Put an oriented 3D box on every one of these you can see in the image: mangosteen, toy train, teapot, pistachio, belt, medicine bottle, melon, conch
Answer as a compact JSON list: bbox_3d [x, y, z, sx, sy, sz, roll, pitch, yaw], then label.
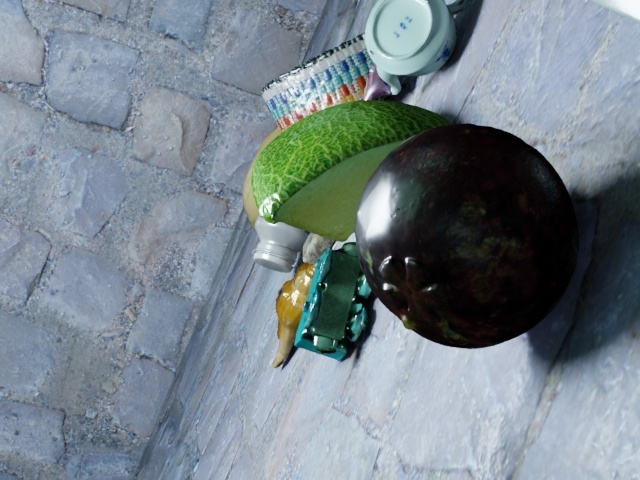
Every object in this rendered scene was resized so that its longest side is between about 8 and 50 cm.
[{"bbox_3d":[0.164,-0.022,0.969,0.289,0.231,0.231,-43,-11,-49],"label":"mangosteen"},{"bbox_3d":[0.024,0.104,1.541,0.154,0.107,0.197,121,166,-66],"label":"toy train"},{"bbox_3d":[0.175,-0.358,1.616,0.232,0.159,0.159,-50,18,18],"label":"teapot"},{"bbox_3d":[-0.101,-0.152,2.332,0.181,0.162,0.293,12,76,60],"label":"pistachio"},{"bbox_3d":[0.034,-0.299,1.873,0.295,0.160,0.207,-22,8,28],"label":"belt"},{"bbox_3d":[-0.076,-0.042,2.098,0.135,0.135,0.215,151,138,-71],"label":"medicine bottle"},{"bbox_3d":[0.036,-0.124,1.520,0.331,0.226,0.343,-31,32,-5],"label":"melon"},{"bbox_3d":[-0.054,0.141,1.810,0.109,0.093,0.330,-91,24,-43],"label":"conch"}]

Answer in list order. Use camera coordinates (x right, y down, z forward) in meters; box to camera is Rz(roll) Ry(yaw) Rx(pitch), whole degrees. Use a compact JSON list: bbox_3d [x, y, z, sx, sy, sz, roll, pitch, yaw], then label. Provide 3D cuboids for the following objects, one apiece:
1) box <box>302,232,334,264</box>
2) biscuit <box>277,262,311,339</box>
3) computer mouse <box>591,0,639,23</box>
[{"bbox_3d":[0.000,0.000,1.925,0.098,0.045,0.062,-61,16,26],"label":"box"},{"bbox_3d":[-0.052,0.127,1.972,0.188,0.027,0.187,-158,90,-77],"label":"biscuit"},{"bbox_3d":[0.336,-0.288,0.953,0.231,0.079,0.128,-111,42,-67],"label":"computer mouse"}]
